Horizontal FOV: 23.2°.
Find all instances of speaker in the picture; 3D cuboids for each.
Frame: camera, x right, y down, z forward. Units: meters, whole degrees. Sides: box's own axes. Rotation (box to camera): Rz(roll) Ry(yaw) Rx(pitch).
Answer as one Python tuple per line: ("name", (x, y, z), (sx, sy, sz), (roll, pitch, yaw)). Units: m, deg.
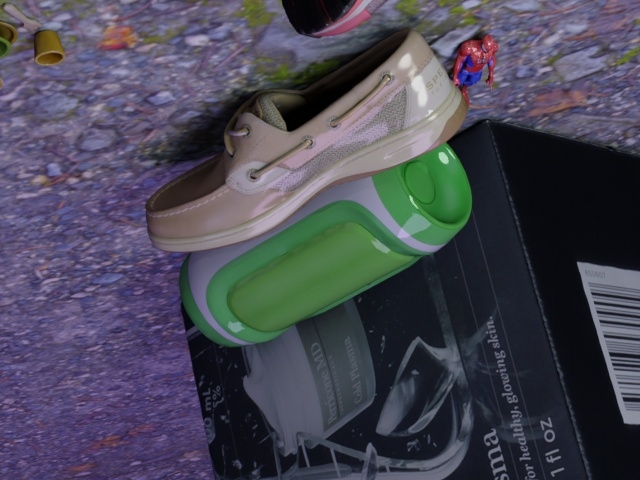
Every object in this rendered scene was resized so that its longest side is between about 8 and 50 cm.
("speaker", (0.000, 0.000, 1.488), (0.296, 0.131, 0.131), (-30, 155, 37))

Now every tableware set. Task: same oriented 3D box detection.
("tableware set", (-0.259, -0.118, 1.132), (0.154, 0.024, 0.104), (-21, 160, 16))

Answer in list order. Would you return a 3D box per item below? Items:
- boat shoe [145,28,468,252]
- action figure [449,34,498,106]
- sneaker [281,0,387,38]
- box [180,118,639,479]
("boat shoe", (-0.030, -0.084, 1.299), (0.302, 0.109, 0.098), (-23, 119, 23))
("action figure", (0.129, -0.144, 1.331), (0.038, 0.030, 0.115), (-4, 157, -12))
("sneaker", (0.078, -0.218, 0.962), (0.136, 0.116, 0.314), (-4, 158, -31))
("box", (0.146, 0.202, 1.614), (0.297, 0.480, 0.472), (8, 150, -44))
